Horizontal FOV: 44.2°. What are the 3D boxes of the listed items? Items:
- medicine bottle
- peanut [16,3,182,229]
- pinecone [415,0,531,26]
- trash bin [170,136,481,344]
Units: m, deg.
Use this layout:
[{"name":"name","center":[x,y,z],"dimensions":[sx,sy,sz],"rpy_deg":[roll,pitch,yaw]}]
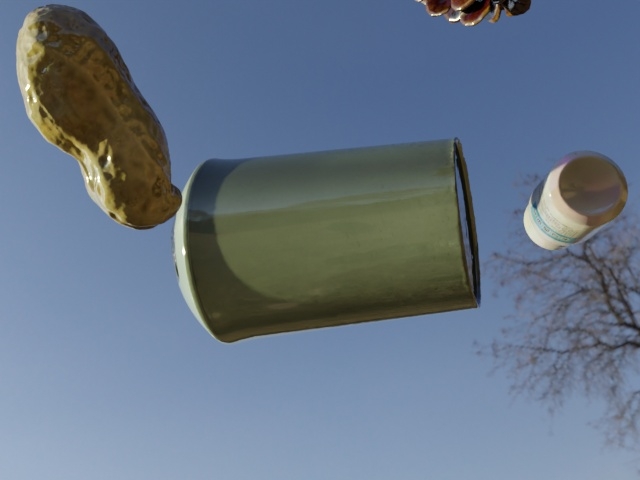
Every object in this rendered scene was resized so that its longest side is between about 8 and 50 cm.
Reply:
[{"name":"medicine bottle","center":[0.171,-0.024,0.542],"dimensions":[0.052,0.052,0.089],"rpy_deg":[-14,-14,-2]},{"name":"peanut","center":[-0.162,-0.085,0.566],"dimensions":[0.080,0.174,0.080],"rpy_deg":[-30,6,3]},{"name":"pinecone","center":[0.167,-0.353,0.913],"dimensions":[0.208,0.207,0.207],"rpy_deg":[-10,-37,-8]},{"name":"trash bin","center":[0.000,0.000,1.141],"dimensions":[0.432,0.280,0.280],"rpy_deg":[-7,-34,15]}]
